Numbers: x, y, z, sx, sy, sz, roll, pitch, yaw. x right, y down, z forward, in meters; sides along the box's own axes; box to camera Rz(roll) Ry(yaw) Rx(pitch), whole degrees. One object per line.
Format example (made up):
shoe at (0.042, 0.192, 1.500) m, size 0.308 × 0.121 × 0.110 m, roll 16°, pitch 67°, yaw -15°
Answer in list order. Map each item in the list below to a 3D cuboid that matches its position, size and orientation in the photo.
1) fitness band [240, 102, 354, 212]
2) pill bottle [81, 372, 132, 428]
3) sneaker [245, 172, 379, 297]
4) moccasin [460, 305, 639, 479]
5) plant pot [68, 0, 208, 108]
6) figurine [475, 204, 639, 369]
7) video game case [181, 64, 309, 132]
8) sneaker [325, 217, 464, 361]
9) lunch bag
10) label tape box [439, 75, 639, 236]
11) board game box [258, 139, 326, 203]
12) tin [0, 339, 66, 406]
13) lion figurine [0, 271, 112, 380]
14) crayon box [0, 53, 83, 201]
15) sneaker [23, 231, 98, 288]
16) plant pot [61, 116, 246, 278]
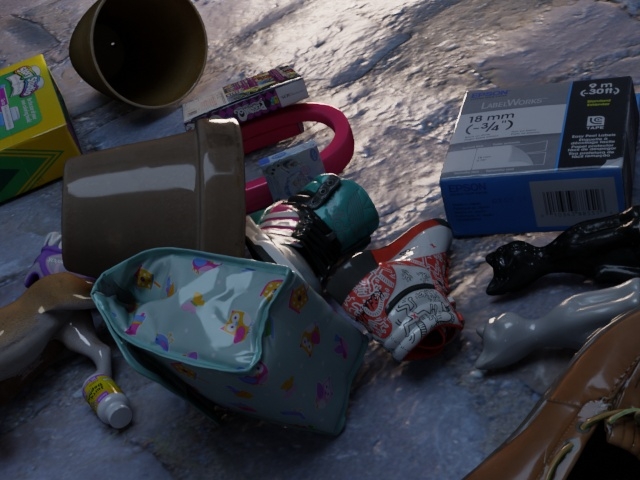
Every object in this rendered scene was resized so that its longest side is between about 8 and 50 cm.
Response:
fitness band at (-0.087, -0.129, 1.765) m, size 0.291 × 0.054 × 0.209 m, roll -21°, pitch 37°, yaw -1°
pill bottle at (-0.269, 0.205, 1.394) m, size 0.043 × 0.043 × 0.083 m, roll -32°, pitch 36°, yaw -18°
sneaker at (0.000, 0.000, 1.462) m, size 0.178 × 0.124 × 0.295 m, roll -29°, pitch 22°, yaw -5°
moccasin at (0.274, 0.196, 1.060) m, size 0.380 × 0.139 × 0.147 m, roll -36°, pitch 39°, yaw -23°
plant pot at (-0.379, -0.368, 2.110) m, size 0.237 × 0.237 × 0.254 m, roll -38°, pitch 23°, yaw -26°
figurine at (0.284, 0.066, 1.295) m, size 0.209 × 0.092 × 0.215 m, roll -11°, pitch 35°, yaw 25°
video game case at (-0.135, -0.240, 1.887) m, size 0.210 × 0.042 × 0.232 m, roll -22°, pitch 16°, yaw -3°
sneaker at (0.126, 0.065, 1.367) m, size 0.145 × 0.090 × 0.270 m, roll 46°, pitch 31°, yaw 14°
lunch bag at (-0.114, 0.117, 1.268) m, size 0.262 × 0.223 × 0.160 m, roll 5°, pitch 66°, yaw 30°
label tape box at (0.317, -0.150, 1.546) m, size 0.241 × 0.106 × 0.333 m, roll -3°, pitch 38°, yaw 22°
board game box at (-0.037, -0.097, 1.657) m, size 0.090 × 0.090 × 0.020 m, roll -20°, pitch 38°, yaw -1°
tin at (-0.435, 0.166, 1.537) m, size 0.106 × 0.040 × 0.189 m, roll 17°, pitch 48°, yaw 35°
lion figurine at (-0.413, 0.128, 1.459) m, size 0.392 × 0.142 × 0.240 m, roll -19°, pitch 38°, yaw -32°
crayon box at (-0.625, -0.191, 2.058) m, size 0.313 × 0.106 × 0.363 m, roll -23°, pitch 35°, yaw -7°
sneaker at (-0.349, 0.061, 1.599) m, size 0.236 × 0.095 × 0.104 m, roll 10°, pitch 50°, yaw 43°
plant pot at (-0.222, -0.034, 1.451) m, size 0.229 × 0.263 × 0.263 m, roll 1°, pitch 33°, yaw -11°
